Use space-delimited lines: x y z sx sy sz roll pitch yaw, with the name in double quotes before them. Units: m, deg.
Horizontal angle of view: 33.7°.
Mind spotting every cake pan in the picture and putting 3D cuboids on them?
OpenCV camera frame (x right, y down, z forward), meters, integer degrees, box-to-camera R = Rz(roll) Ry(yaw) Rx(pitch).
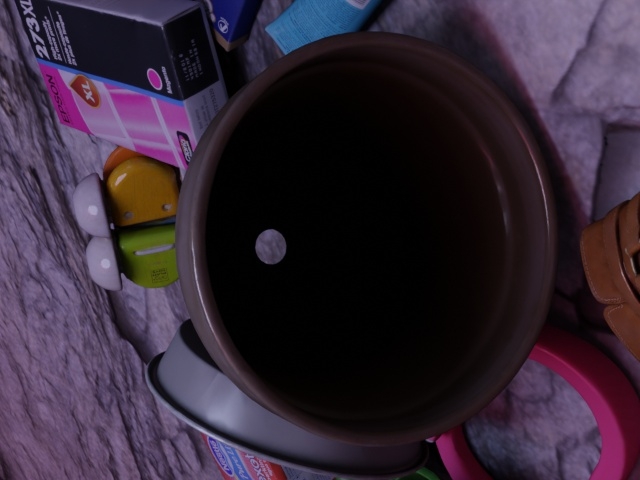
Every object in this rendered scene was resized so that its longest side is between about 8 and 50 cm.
"cake pan" -0.025 0.144 1.047 0.293 0.293 0.054 24 102 34

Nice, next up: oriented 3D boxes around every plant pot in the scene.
"plant pot" 0.000 0.000 0.943 0.323 0.323 0.280 63 159 -11

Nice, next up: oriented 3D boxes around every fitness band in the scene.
"fitness band" 0.201 0.191 1.042 0.209 0.054 0.291 36 140 23

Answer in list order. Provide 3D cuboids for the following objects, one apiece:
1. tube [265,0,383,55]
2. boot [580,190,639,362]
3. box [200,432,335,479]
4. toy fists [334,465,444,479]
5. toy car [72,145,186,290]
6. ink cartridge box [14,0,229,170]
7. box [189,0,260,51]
"tube" 0.011 -0.207 0.949 0.080 0.052 0.207 58 148 3
"boot" 0.271 -0.033 0.774 0.283 0.109 0.220 66 159 -1
"box" -0.058 0.228 1.286 0.122 0.128 0.257 -8 112 49
"toy fists" 0.090 0.276 1.129 0.142 0.096 0.279 42 176 -40
"toy car" -0.206 -0.035 1.252 0.136 0.159 0.182 -116 17 -54
"ink cartridge box" -0.243 -0.200 1.187 0.371 0.069 0.176 23 138 43
"box" -0.095 -0.304 0.996 0.136 0.036 0.225 45 141 12
